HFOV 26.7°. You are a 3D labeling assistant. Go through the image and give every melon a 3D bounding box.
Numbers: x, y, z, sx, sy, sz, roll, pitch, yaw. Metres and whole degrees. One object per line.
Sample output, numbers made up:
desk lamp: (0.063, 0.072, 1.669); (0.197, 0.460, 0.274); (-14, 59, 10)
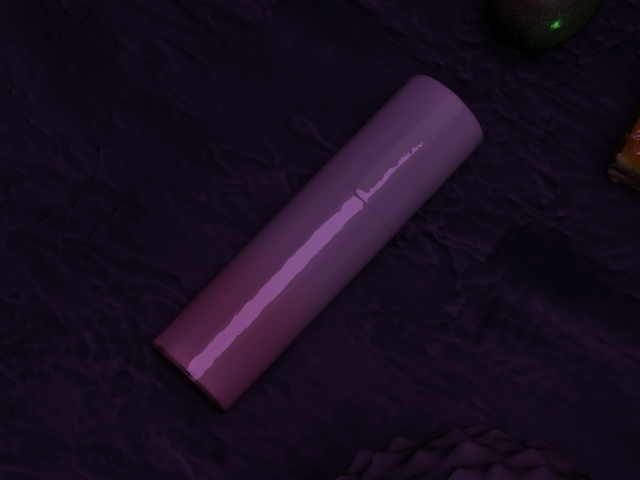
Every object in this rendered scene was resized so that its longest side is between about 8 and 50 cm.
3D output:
melon: (0.208, -0.230, 1.206); (0.098, 0.098, 0.130); (39, 73, 2)

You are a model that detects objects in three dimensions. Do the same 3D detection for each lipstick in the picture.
lipstick: (0.000, 0.000, 1.140); (0.087, 0.087, 0.327); (43, 77, 3)

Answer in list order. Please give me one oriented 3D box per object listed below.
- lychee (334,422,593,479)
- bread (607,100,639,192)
lychee: (0.110, 0.329, 0.945); (0.432, 0.380, 0.380); (-39, 85, -11)
bread: (0.349, -0.116, 1.212); (0.125, 0.068, 0.188); (28, 77, 0)
